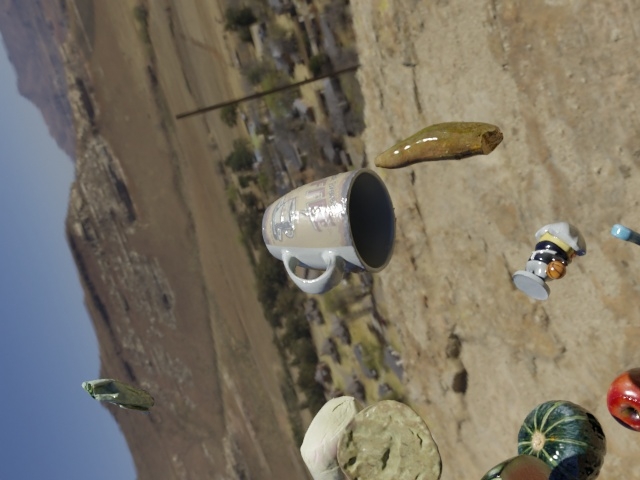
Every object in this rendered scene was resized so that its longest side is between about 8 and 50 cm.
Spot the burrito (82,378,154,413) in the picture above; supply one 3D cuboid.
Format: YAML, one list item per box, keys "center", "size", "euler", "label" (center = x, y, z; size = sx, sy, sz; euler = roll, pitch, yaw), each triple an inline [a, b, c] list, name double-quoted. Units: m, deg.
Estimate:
- center: [-0.352, 0.266, 1.273]
  size: [0.074, 0.044, 0.118]
  euler: [19, 169, 47]
  label: "burrito"

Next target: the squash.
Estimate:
- center: [0.643, 0.554, 1.969]
  size: [0.252, 0.165, 0.252]
  euler: [-49, 29, 39]
  label: "squash"

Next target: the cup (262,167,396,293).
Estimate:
- center: [0.000, 0.000, 1.619]
  size: [0.257, 0.301, 0.227]
  euler: [-10, 132, 33]
  label: "cup"

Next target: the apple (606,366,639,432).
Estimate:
- center: [0.881, 0.431, 2.008]
  size: [0.181, 0.168, 0.181]
  euler: [31, 144, 26]
  label: "apple"

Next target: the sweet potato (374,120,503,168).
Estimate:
- center: [0.207, -0.176, 1.340]
  size: [0.077, 0.244, 0.077]
  euler: [-5, -90, -66]
  label: "sweet potato"

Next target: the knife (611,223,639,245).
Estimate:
- center: [0.790, 0.020, 1.717]
  size: [0.058, 0.244, 0.032]
  euler: [-136, 69, -80]
  label: "knife"

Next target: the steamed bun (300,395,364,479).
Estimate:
- center: [0.063, 0.532, 1.949]
  size: [0.153, 0.238, 0.169]
  euler: [-13, 115, 33]
  label: "steamed bun"

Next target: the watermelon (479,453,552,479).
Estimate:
- center: [0.392, 0.499, 1.502]
  size: [0.137, 0.145, 0.192]
  euler: [19, 132, 17]
  label: "watermelon"

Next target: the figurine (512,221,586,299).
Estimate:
- center: [0.687, 0.049, 2.174]
  size: [0.133, 0.236, 0.176]
  euler: [44, 160, -15]
  label: "figurine"

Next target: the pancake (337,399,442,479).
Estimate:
- center: [0.156, 0.469, 1.628]
  size: [0.241, 0.242, 0.050]
  euler: [65, -163, 12]
  label: "pancake"
